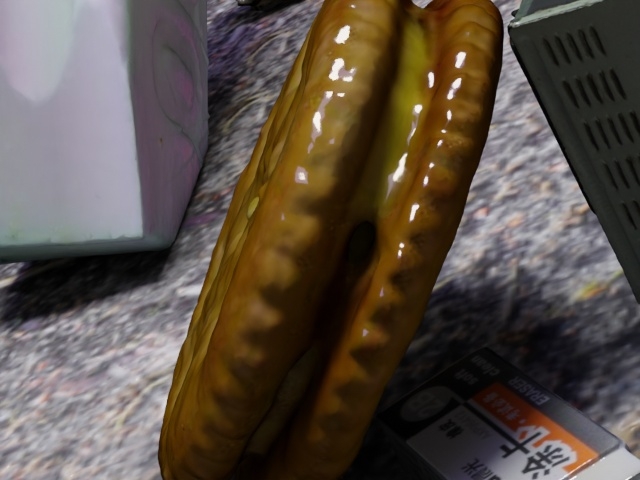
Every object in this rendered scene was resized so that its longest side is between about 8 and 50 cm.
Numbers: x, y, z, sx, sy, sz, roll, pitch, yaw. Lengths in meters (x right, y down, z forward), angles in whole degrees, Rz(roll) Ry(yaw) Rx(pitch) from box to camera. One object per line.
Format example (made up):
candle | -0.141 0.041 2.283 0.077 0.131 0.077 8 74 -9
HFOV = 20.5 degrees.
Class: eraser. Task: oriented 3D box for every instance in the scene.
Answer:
eraser | 0.066 0.076 0.603 0.052 0.029 0.122 -32 23 -9

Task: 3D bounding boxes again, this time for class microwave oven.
microwave oven | 0.166 -0.090 0.676 0.129 0.163 0.205 -14 30 33

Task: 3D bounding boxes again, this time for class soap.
soap | -0.135 -0.161 0.984 0.115 0.347 0.208 -3 -8 10

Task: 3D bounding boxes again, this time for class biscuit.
biscuit | 0.000 0.000 0.657 0.220 0.066 0.220 -159 90 -84

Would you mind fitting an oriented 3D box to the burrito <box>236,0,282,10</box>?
burrito | 0.023 -0.218 1.231 0.229 0.063 0.058 -20 -17 -2
